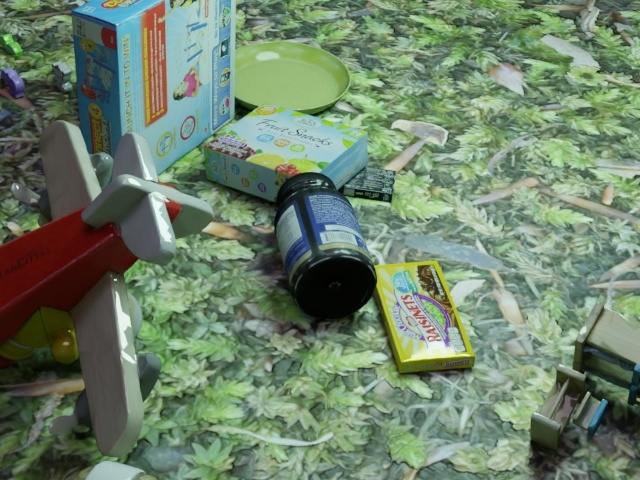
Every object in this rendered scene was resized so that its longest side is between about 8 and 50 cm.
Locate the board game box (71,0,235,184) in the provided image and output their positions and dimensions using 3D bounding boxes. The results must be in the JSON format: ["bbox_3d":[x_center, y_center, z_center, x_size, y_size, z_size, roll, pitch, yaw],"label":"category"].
[{"bbox_3d":[-0.253,-0.270,1.852,0.086,0.308,0.302,23,41,23],"label":"board game box"}]

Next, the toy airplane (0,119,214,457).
[{"bbox_3d":[-0.296,0.047,1.477,0.385,0.272,0.386,15,71,32],"label":"toy airplane"}]

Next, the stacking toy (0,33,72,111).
[{"bbox_3d":[-0.563,-0.298,2.057,0.167,0.052,0.221,-28,48,-35],"label":"stacking toy"}]

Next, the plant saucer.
[{"bbox_3d":[-0.066,-0.285,2.110,0.241,0.037,0.241,4,38,-3],"label":"plant saucer"}]

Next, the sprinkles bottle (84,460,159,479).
[{"bbox_3d":[-0.089,0.341,1.249,0.356,0.121,0.121,15,39,11],"label":"sprinkles bottle"}]

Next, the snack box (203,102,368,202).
[{"bbox_3d":[-0.055,-0.137,1.883,0.207,0.070,0.174,21,41,27],"label":"snack box"}]

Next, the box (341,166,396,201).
[{"bbox_3d":[0.078,-0.094,1.898,0.083,0.018,0.067,8,38,3],"label":"box"}]

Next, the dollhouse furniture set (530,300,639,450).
[{"bbox_3d":[0.368,0.204,1.497,0.129,0.129,0.183,25,67,22],"label":"dollhouse furniture set"}]

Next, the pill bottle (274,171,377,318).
[{"bbox_3d":[0.000,0.000,1.687,0.123,0.122,0.219,-4,39,-11],"label":"pill bottle"}]

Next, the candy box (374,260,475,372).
[{"bbox_3d":[0.140,0.105,1.649,0.105,0.027,0.205,-6,39,-9],"label":"candy box"}]
